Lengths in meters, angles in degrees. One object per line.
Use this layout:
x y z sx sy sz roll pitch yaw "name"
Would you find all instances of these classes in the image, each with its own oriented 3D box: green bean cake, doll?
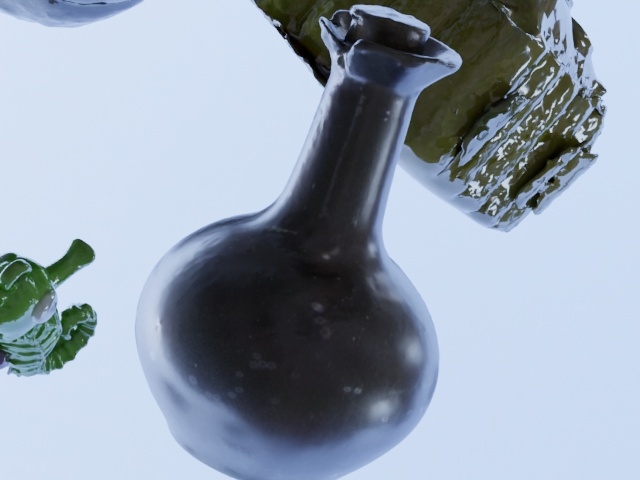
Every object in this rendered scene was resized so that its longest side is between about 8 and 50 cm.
0.098 -0.183 1.618 0.202 0.285 0.310 -45 -114 8 "green bean cake"
-0.186 0.051 1.231 0.115 0.190 0.050 -37 -106 -12 "doll"

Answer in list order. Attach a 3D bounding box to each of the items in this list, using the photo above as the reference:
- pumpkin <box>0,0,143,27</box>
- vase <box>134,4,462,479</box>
-0.197 -0.299 1.307 0.323 0.323 0.241 35 -112 6 "pumpkin"
0.000 0.000 0.733 0.120 0.183 0.120 16 -163 -5 "vase"
